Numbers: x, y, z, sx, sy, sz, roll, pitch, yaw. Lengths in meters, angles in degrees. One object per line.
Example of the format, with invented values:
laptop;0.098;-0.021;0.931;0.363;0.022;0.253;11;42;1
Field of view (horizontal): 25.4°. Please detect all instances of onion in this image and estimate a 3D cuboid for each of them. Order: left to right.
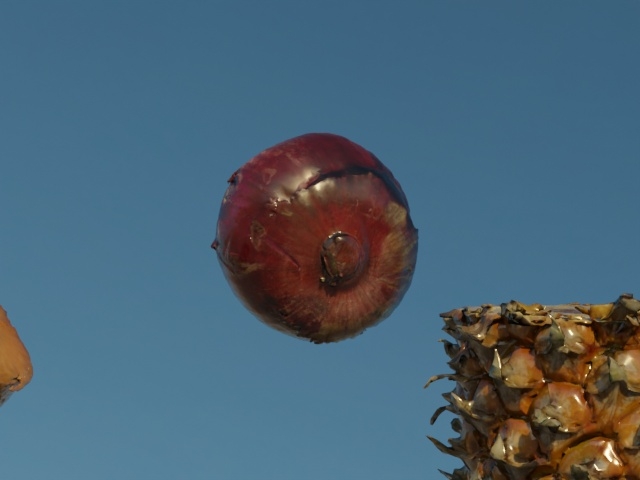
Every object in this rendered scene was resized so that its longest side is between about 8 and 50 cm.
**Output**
onion;0.000;0.000;1.648;0.246;0.246;0.190;31;-3;-21

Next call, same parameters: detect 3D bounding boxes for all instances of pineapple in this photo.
pineapple;0.262;0.186;1.227;0.352;0.300;0.352;-3;-10;-1

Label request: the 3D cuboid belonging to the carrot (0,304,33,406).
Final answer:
carrot;-0.430;0.174;1.517;0.254;0.196;0.196;-40;-55;11
